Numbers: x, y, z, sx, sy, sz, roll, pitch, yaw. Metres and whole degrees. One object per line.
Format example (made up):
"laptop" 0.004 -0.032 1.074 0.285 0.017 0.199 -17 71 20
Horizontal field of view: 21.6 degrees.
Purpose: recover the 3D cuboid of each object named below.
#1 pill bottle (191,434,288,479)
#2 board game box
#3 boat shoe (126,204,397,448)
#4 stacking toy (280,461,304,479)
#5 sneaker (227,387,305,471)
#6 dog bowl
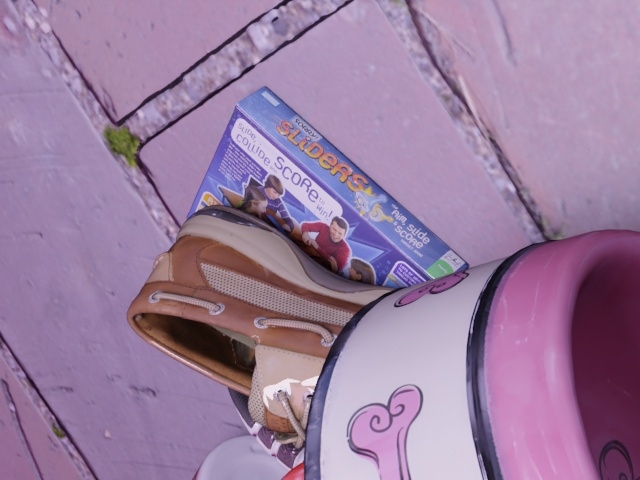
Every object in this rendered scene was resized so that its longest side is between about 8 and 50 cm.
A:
"pill bottle" -0.076 0.254 1.427 0.108 0.108 0.180 43 139 12
"board game box" 0.000 0.000 1.236 0.201 0.035 0.136 42 138 12
"boat shoe" 0.001 0.092 1.165 0.324 0.120 0.122 25 147 32
"stacking toy" 0.102 0.211 1.080 0.330 0.141 0.141 25 151 -32
"sneaker" 0.036 0.197 1.293 0.281 0.106 0.162 37 150 28
"dog bowl" 0.186 0.173 0.934 0.150 0.408 0.408 -36 91 33
